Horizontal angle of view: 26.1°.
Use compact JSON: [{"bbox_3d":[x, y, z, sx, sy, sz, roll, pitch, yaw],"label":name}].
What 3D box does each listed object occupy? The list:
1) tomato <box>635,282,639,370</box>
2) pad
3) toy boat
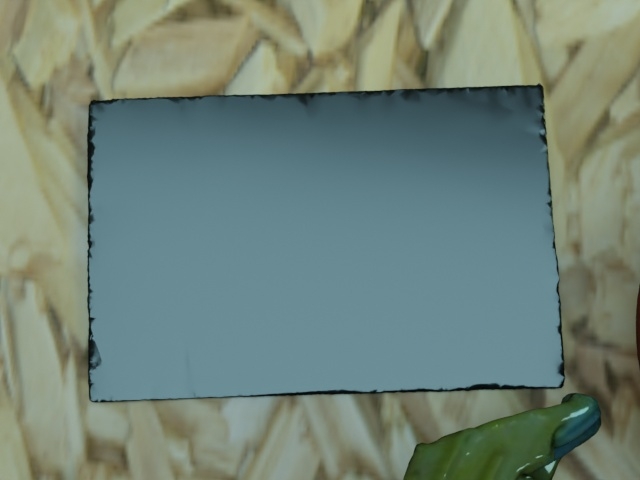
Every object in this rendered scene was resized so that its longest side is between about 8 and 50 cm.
[{"bbox_3d":[0.296,0.044,0.745,0.256,0.256,0.224,-30,61,-5],"label":"tomato"},{"bbox_3d":[0.000,0.000,0.882,0.300,0.005,0.202,-3,78,1],"label":"pad"},{"bbox_3d":[0.061,0.198,0.783,0.084,0.111,0.276,28,79,12],"label":"toy boat"}]
